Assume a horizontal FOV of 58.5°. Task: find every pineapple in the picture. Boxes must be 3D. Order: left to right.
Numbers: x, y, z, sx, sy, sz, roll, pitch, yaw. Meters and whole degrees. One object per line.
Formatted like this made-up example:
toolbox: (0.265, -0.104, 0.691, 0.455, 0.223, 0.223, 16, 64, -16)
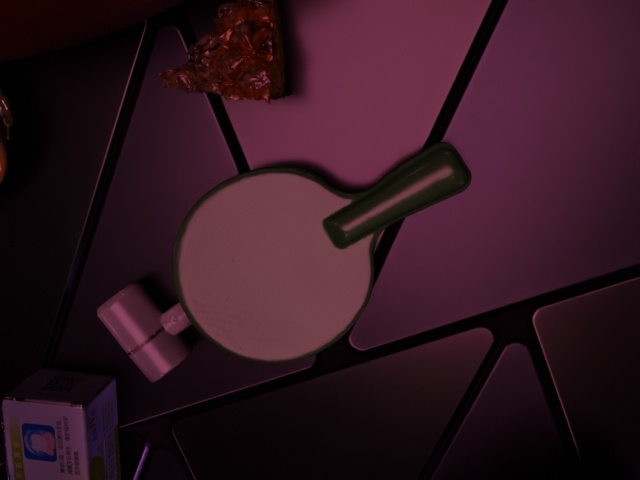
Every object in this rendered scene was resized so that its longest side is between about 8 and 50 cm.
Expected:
pineapple: (-0.070, -0.136, 0.447, 0.114, 0.077, 0.114, -9, 67, 21)

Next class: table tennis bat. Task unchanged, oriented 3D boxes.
table tennis bat: (0.000, 0.000, 0.461, 0.257, 0.039, 0.160, -29, 96, 9)

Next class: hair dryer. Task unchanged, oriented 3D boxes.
hair dryer: (-0.120, 0.055, 0.503, 0.137, 0.047, 0.082, -35, 95, 9)

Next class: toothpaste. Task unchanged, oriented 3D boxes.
toothpaste: (-0.247, 0.295, 0.566, 0.081, 0.067, 0.337, 4, 104, 7)

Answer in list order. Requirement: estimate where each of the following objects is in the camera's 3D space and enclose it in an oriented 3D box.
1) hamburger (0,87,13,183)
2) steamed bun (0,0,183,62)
hamburger: (-0.320, -0.087, 0.463, 0.081, 0.126, 0.141, 51, 130, 37)
steamed bun: (-0.199, -0.240, 0.337, 0.379, 0.248, 0.235, -17, 98, 8)
